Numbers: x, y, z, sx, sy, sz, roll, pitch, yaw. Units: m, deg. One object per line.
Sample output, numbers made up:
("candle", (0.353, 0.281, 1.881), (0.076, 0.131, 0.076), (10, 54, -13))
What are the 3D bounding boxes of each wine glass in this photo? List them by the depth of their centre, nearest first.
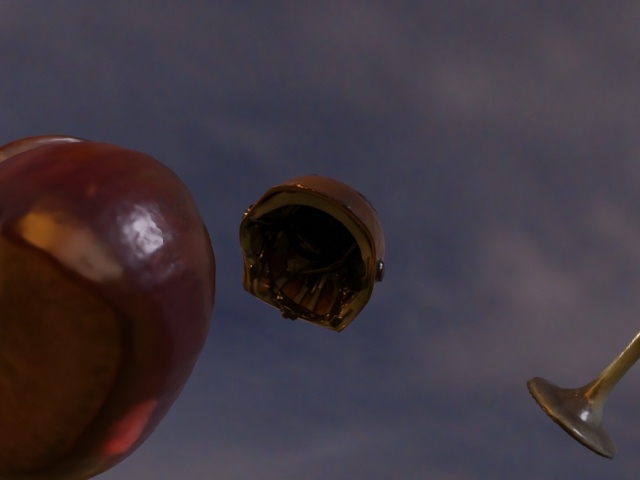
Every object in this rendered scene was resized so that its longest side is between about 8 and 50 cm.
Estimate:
("wine glass", (0.372, 0.089, 1.416), (0.264, 0.096, 0.309), (39, -77, -3))

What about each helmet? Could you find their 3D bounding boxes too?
("helmet", (0.000, 0.000, 2.219), (0.198, 0.130, 0.224), (21, -54, 10))

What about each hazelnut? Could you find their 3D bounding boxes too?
("hazelnut", (-0.297, 0.070, 1.905), (0.359, 0.359, 0.409), (31, -69, -17))
